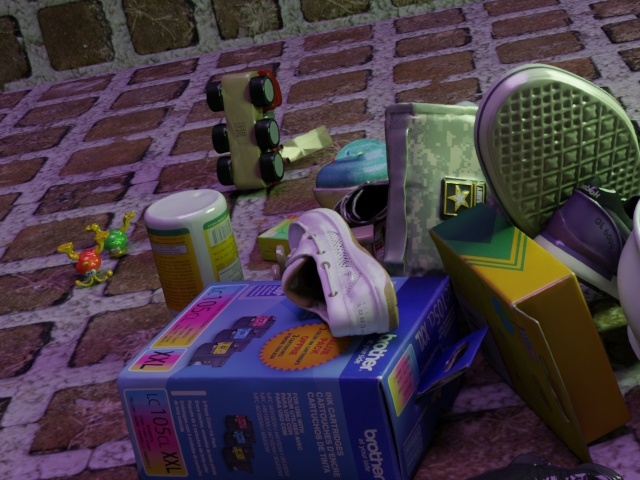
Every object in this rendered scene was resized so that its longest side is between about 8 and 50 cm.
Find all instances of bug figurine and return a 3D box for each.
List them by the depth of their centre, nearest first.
[{"bbox_3d":[-0.300,-0.005,2.241,0.279,0.072,0.216,-17,14,2],"label":"bug figurine"}]

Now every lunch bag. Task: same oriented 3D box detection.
[{"bbox_3d":[0.179,-0.050,1.719,0.169,0.235,0.287,1,-2,33],"label":"lunch bag"}]

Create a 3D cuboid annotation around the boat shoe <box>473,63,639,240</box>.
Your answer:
[{"bbox_3d":[0.316,-0.082,1.612,0.187,0.500,0.156,-50,50,10],"label":"boat shoe"}]

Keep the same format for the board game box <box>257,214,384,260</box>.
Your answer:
[{"bbox_3d":[0.000,0.000,2.097,0.181,0.043,0.092,4,26,37],"label":"board game box"}]

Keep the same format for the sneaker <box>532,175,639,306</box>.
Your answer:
[{"bbox_3d":[0.378,0.018,1.546,0.283,0.124,0.107,27,9,-43],"label":"sneaker"}]

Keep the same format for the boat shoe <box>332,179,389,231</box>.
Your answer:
[{"bbox_3d":[0.068,-0.053,1.936,0.070,0.077,0.219,1,-14,-34],"label":"boat shoe"}]

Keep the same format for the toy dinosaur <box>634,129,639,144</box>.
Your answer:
[{"bbox_3d":[0.567,-0.103,1.902,0.164,0.218,0.322,-36,-14,9],"label":"toy dinosaur"}]

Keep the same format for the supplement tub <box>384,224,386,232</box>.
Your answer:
[{"bbox_3d":[0.192,-0.059,2.008,0.190,0.117,0.117,-43,33,-26],"label":"supplement tub"}]

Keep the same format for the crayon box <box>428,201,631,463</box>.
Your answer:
[{"bbox_3d":[0.241,0.099,1.476,0.081,0.202,0.318,-27,23,-5],"label":"crayon box"}]

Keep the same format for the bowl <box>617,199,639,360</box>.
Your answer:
[{"bbox_3d":[0.431,0.088,1.421,0.298,0.134,0.297,21,36,-16],"label":"bowl"}]

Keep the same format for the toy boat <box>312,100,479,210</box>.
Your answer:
[{"bbox_3d":[0.139,-0.132,2.183,0.318,0.148,0.267,-16,8,-20],"label":"toy boat"}]

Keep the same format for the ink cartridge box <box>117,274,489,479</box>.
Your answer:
[{"bbox_3d":[0.003,0.160,1.542,0.396,0.151,0.270,-1,23,23],"label":"ink cartridge box"}]

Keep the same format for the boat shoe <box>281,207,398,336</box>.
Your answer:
[{"bbox_3d":[-0.002,0.035,1.516,0.096,0.098,0.277,-16,22,-14],"label":"boat shoe"}]

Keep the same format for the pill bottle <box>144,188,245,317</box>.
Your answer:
[{"bbox_3d":[-0.170,0.043,1.848,0.118,0.208,0.117,-11,21,4],"label":"pill bottle"}]

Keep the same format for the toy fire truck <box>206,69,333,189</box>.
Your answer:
[{"bbox_3d":[-0.091,-0.219,2.508,0.159,0.217,0.246,-6,7,19],"label":"toy fire truck"}]

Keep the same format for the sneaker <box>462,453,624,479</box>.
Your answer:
[{"bbox_3d":[0.216,0.257,1.308,0.089,0.051,0.170,-30,22,-38],"label":"sneaker"}]

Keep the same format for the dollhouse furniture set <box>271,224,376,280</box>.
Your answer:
[{"bbox_3d":[0.037,0.032,1.827,0.212,0.161,0.242,-10,21,6],"label":"dollhouse furniture set"}]
